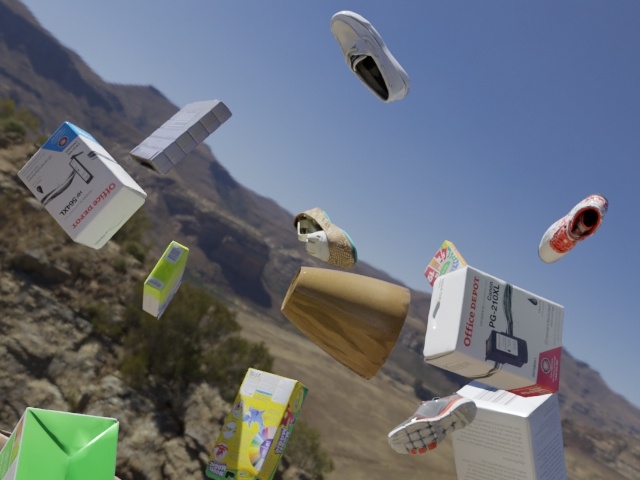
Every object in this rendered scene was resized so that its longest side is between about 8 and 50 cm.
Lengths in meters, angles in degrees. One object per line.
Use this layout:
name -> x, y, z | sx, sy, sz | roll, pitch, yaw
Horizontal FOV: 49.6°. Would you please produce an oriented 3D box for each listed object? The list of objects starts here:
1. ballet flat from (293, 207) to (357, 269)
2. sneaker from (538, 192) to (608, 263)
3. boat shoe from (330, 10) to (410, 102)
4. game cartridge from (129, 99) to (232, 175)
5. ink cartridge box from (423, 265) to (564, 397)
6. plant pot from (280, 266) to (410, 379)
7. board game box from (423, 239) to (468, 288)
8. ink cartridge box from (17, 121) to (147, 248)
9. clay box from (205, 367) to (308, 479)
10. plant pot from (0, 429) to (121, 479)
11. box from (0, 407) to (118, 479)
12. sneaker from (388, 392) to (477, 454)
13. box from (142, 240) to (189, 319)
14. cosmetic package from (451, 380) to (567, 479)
ballet flat -> 0.000, 0.000, 1.183 | 0.067, 0.073, 0.206 | -7, 19, -16
sneaker -> 0.727, -0.020, 2.031 | 0.090, 0.270, 0.145 | 43, 31, 8
boat shoe -> 0.102, -0.426, 1.601 | 0.258, 0.084, 0.095 | 48, -42, 11
game cartridge -> -0.356, -0.264, 1.750 | 0.068, 0.230, 0.355 | 56, -13, -21
ink cartridge box -> 0.325, 0.172, 1.287 | 0.237, 0.172, 0.100 | 22, -26, -19
plant pot -> 0.043, 0.170, 1.634 | 0.254, 0.237, 0.237 | 25, -3, -6
board game box -> 0.371, 0.116, 1.935 | 0.039, 0.124, 0.259 | 20, 24, -25
ink cartridge box -> -0.462, -0.106, 1.346 | 0.203, 0.148, 0.086 | 43, 1, 20
clay box -> -0.124, 0.369, 1.343 | 0.127, 0.222, 0.053 | 7, -27, 36
plant pot -> -0.458, 0.408, 1.150 | 0.237, 0.110, 0.237 | 21, -19, 8
box -> -0.358, 0.386, 0.877 | 0.127, 0.231, 0.262 | 18, 45, -28
sneaker -> 0.175, 0.293, 1.125 | 0.065, 0.158, 0.061 | -146, -139, -64
box -> -0.317, 0.084, 1.413 | 0.042, 0.109, 0.178 | 29, -28, -2
cosmetic package -> 0.480, 0.593, 1.737 | 0.230, 0.453, 0.161 | 2, 16, 45
